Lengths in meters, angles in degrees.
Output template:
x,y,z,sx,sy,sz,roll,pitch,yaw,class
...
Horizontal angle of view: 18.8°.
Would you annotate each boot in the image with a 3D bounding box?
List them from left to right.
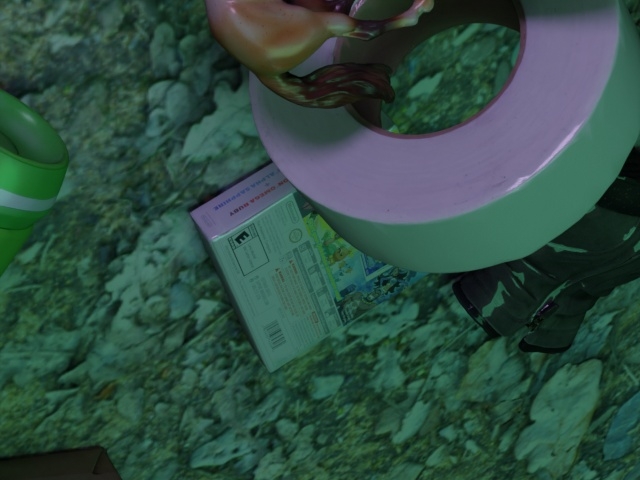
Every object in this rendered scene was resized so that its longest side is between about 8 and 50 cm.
x,y,z,sx,sy,sz,roll,pitch,yaw,class
0.295,0.018,1.893,0.338,0.118,0.222,17,120,-34,boot

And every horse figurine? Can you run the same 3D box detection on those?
x,y,z,sx,sy,sz,roll,pitch,yaw,class
-0.035,-0.193,1.322,0.174,0.066,0.263,-29,100,-12,horse figurine

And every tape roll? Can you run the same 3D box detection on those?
x,y,z,sx,sy,sz,roll,pitch,yaw,class
0.093,-0.123,1.434,0.286,0.286,0.100,-40,149,2,tape roll

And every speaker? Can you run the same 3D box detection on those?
x,y,z,sx,sy,sz,roll,pitch,yaw,class
-0.305,0.028,1.402,0.131,0.131,0.296,17,116,-46,speaker

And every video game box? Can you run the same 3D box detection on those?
x,y,z,sx,sy,sz,roll,pitch,yaw,class
0.000,0.000,1.677,0.187,0.048,0.205,-30,141,-8,video game box

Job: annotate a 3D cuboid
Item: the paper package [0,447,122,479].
x,y,z,sx,sy,sz,roll,pitch,yaw,class
-0.317,0.365,1.696,0.309,0.168,0.325,-4,131,-36,paper package
